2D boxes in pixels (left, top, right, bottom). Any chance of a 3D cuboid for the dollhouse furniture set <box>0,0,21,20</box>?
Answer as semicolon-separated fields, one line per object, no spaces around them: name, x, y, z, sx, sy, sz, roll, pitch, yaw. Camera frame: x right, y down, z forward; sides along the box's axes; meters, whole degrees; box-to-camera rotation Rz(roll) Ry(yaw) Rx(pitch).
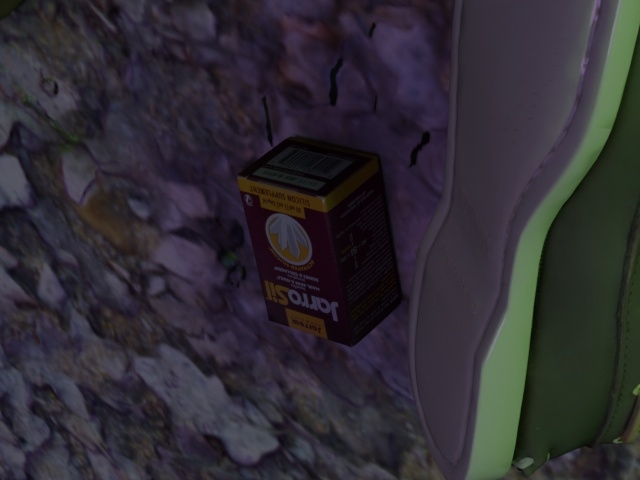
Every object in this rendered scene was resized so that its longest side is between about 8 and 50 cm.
dollhouse furniture set;-0.337;-0.208;0.720;0.362;0.256;0.394;55;142;-5

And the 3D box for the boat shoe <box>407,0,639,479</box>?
boat shoe;0.099;-0.031;0.556;0.109;0.091;0.305;-111;21;-46

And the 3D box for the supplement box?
supplement box;0.000;0.000;0.719;0.055;0.043;0.083;14;130;36
